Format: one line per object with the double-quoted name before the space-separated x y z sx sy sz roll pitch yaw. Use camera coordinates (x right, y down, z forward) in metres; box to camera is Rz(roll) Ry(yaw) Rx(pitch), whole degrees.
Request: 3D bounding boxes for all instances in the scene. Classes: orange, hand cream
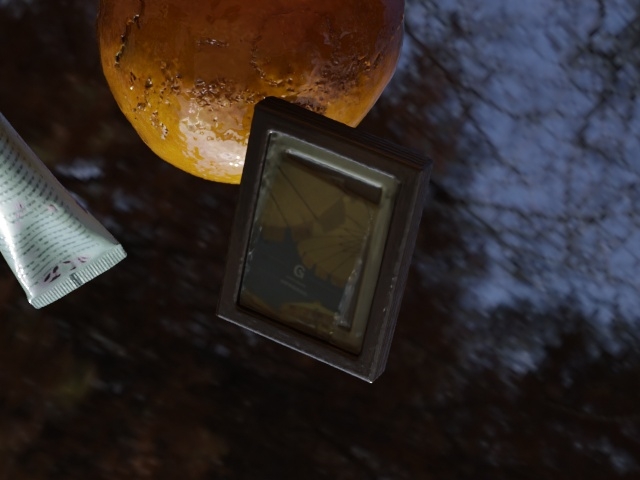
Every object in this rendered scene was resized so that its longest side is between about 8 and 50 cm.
"orange" -0.054 -0.160 1.506 0.240 0.240 0.240 -12 -115 27
"hand cream" -0.239 -0.051 1.460 0.085 0.331 0.058 -34 -130 -2

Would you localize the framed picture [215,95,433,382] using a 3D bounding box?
"framed picture" 0.000 0.000 1.361 0.128 0.023 0.168 23 -60 19
